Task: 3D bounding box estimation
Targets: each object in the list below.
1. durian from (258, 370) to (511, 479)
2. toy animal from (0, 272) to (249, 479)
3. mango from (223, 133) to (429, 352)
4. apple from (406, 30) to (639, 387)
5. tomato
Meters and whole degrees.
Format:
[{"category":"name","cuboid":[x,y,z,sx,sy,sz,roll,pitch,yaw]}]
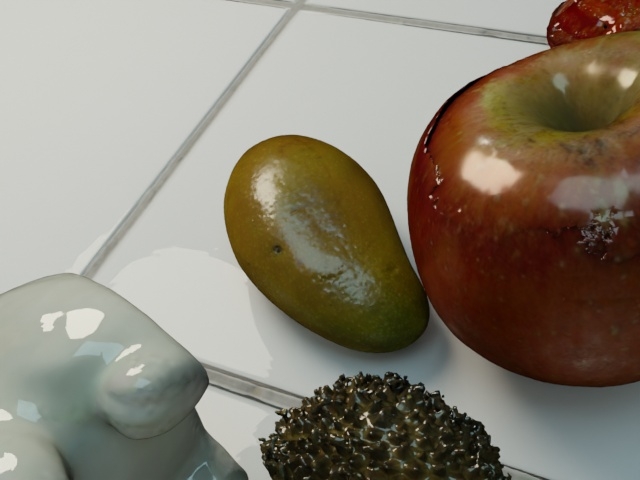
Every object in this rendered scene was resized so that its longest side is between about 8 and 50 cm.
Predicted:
[{"category":"durian","cuboid":[0.058,0.133,0.486,0.189,0.091,0.148,22,8,-10]},{"category":"toy animal","cuboid":[-0.228,0.186,0.448,0.241,0.196,0.367,14,51,30]},{"category":"mango","cuboid":[0.000,0.000,0.638,0.136,0.099,0.227,-24,57,-20]},{"category":"apple","cuboid":[0.191,-0.023,0.554,0.252,0.206,0.272,12,48,33]},{"category":"tomato","cuboid":[0.314,-0.217,0.781,0.159,0.091,0.139,-30,35,19]}]
